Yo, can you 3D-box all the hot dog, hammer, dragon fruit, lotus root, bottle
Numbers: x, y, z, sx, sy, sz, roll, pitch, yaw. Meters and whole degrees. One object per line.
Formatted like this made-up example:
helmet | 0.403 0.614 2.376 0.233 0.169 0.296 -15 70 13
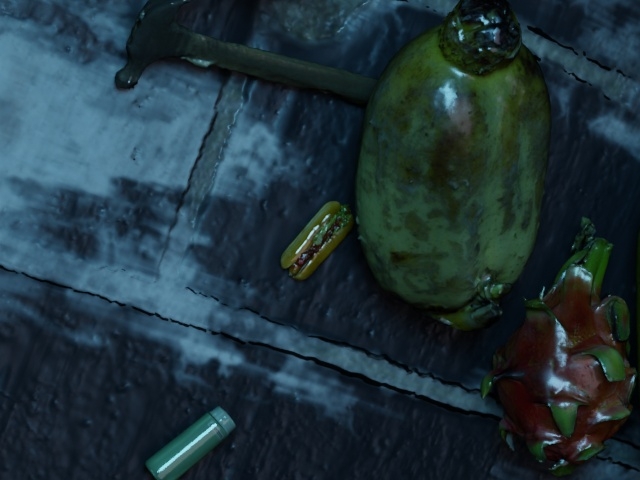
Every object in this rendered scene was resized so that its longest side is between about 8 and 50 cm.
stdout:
hot dog | 0.000 0.000 1.319 0.037 0.021 0.083 41 84 -23
hammer | -0.022 -0.144 1.270 0.297 0.027 0.125 13 128 -28
dragon fruit | 0.227 0.096 1.364 0.135 0.137 0.235 12 94 14
lotus root | 0.119 -0.072 1.262 0.173 0.173 0.309 -11 125 -20
bottle | -0.113 0.179 1.299 0.083 0.030 0.030 -39 110 -13

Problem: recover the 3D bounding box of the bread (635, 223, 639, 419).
bread | 0.409 0.102 1.383 0.251 0.208 0.376 0 87 -14
